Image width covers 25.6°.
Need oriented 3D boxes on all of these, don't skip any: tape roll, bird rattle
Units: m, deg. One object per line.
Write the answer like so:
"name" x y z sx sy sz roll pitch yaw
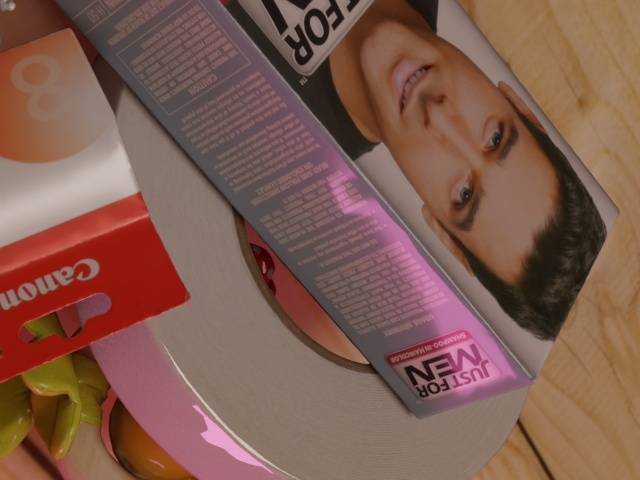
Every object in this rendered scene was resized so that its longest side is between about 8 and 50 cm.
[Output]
"tape roll" 0.000 0.000 0.986 0.392 0.072 0.392 18 62 -37
"bird rattle" -0.119 0.100 0.987 0.253 0.143 0.207 -29 92 -41

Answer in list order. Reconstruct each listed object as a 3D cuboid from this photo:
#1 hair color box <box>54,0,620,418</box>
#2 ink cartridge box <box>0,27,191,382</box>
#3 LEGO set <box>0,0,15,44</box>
"hair color box" 0.022 -0.086 0.911 0.374 0.114 0.185 50 46 -15
"ink cartridge box" -0.175 -0.020 0.805 0.145 0.179 0.045 -23 159 -15
"LEGO set" -0.267 -0.191 0.796 0.132 0.107 0.287 -55 131 -14
